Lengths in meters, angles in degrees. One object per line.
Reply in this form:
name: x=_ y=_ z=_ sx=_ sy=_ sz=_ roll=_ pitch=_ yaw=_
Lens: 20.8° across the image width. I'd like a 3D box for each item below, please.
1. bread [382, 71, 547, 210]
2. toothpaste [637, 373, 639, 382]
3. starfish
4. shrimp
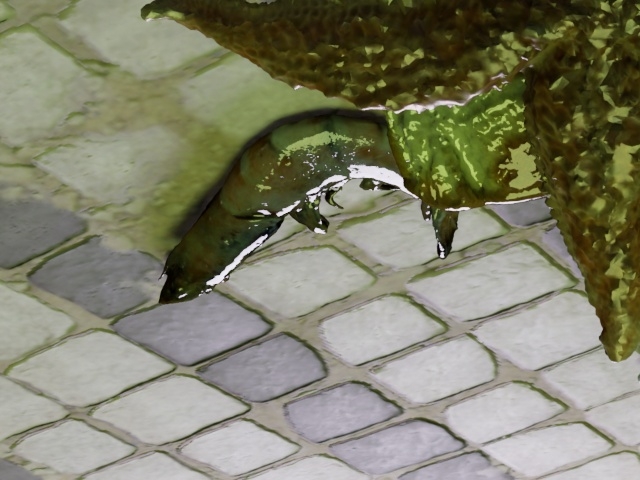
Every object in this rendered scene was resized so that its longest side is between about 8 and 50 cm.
bread: x=0.092 y=-0.071 z=0.794 sx=0.140 sy=0.128 sz=0.069 roll=-15 pitch=113 yaw=11
toothpaste: x=0.252 y=0.059 z=1.135 sx=0.037 sy=0.021 sz=0.140 roll=6 pitch=145 yaw=-33
starfish: x=0.101 y=-0.086 z=0.690 sx=0.299 sy=0.302 sz=0.060 roll=-32 pitch=-173 yaw=13
shrimp: x=0.000 y=-0.003 z=0.979 sx=0.148 sy=0.035 sz=0.195 roll=11 pitch=143 yaw=-31
